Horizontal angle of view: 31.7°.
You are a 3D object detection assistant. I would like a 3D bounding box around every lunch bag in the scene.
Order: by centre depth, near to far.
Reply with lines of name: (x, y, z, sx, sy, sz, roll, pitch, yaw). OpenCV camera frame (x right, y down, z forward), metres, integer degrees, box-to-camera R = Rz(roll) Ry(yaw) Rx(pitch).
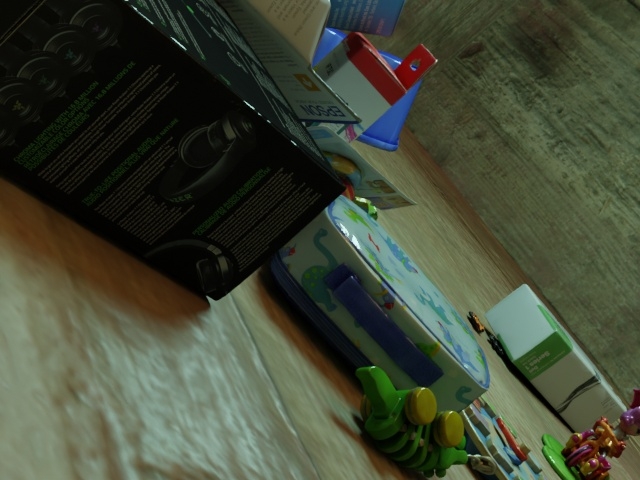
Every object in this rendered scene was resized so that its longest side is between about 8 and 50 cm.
lunch bag: (0.052, 0.061, 1.006, 0.219, 0.090, 0.176, 47, 9, -8)

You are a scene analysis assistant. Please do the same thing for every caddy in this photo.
caddy: (0.028, -0.233, 1.783, 0.241, 0.179, 0.341, 24, 11, 1)

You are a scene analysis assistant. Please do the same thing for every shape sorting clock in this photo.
shape sorting clock: (0.196, 0.222, 1.146, 0.206, 0.040, 0.206, 46, 11, -11)

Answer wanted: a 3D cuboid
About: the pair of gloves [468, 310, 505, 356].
pair of gloves: (0.264, 0.148, 1.790, 0.083, 0.010, 0.074, 49, 9, -9)

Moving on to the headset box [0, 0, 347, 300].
headset box: (-0.151, -0.129, 0.755, 0.283, 0.131, 0.246, 37, 16, -48)

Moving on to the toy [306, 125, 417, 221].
toy: (-0.004, -0.050, 1.188, 0.237, 0.137, 0.056, 29, 59, -60)

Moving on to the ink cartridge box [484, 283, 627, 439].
ink cartridge box: (0.383, 0.200, 1.837, 0.219, 0.093, 0.160, 48, 10, -24)

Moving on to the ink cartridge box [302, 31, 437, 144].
ink cartridge box: (0.020, -0.167, 1.326, 0.078, 0.231, 0.134, 45, 10, -16)

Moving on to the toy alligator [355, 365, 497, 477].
toy alligator: (0.084, 0.162, 0.891, 0.190, 0.056, 0.051, 42, 54, -36)

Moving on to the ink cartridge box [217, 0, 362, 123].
ink cartridge box: (-0.137, -0.239, 1.035, 0.330, 0.071, 0.324, 41, -15, -30)

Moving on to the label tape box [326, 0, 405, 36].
label tape box: (-0.070, -0.336, 1.203, 0.348, 0.115, 0.249, 9, -14, -3)

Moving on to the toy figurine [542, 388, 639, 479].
toy figurine: (0.387, 0.256, 1.482, 0.130, 0.159, 0.173, 54, 12, 30)
